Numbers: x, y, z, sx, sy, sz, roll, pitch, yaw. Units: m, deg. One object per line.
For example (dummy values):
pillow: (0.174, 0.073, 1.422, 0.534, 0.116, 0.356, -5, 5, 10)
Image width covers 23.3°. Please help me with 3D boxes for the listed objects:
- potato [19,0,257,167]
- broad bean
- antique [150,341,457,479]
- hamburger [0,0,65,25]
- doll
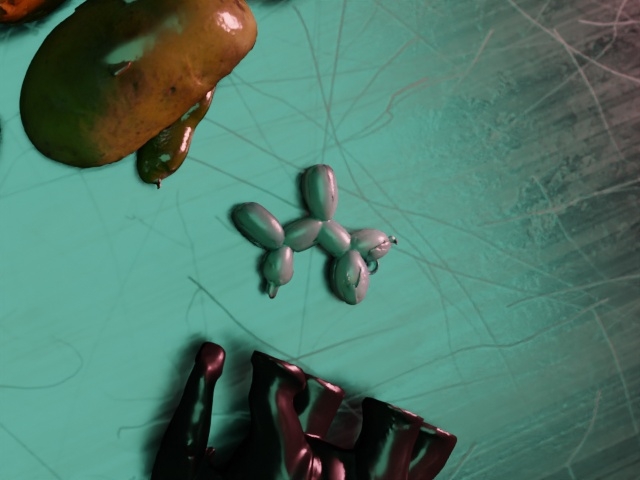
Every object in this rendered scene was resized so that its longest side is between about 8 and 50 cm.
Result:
potato: (-0.205, -0.196, 1.611, 0.272, 0.111, 0.160, -38, 80, 0)
broad bean: (-0.135, -0.175, 1.678, 0.053, 0.052, 0.256, 28, 81, -49)
antique: (-0.022, 0.269, 1.637, 0.322, 0.185, 0.255, 26, 85, -13)
hamburger: (-0.308, -0.333, 1.557, 0.244, 0.244, 0.163, -41, 87, -7)
doll: (0.000, 0.000, 1.700, 0.159, 0.059, 0.158, -22, 93, -10)
